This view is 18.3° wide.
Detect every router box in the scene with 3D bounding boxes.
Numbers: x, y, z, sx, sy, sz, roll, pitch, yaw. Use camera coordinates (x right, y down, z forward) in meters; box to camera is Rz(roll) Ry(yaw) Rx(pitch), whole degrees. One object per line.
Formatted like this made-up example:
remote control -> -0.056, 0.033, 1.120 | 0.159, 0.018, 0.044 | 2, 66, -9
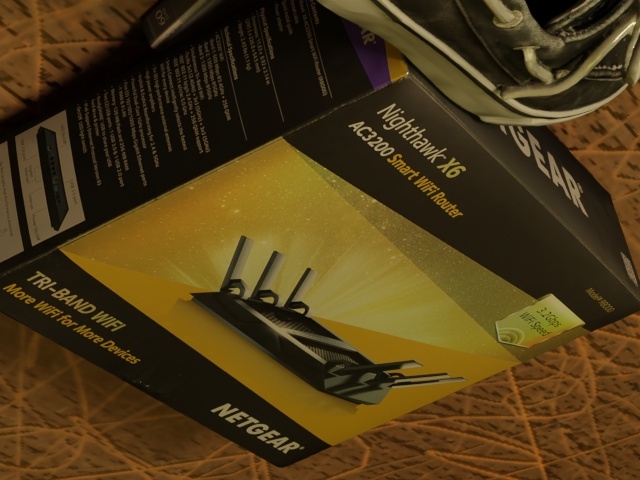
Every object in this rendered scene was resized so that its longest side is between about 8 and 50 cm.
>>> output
router box -> 0.000, 0.000, 1.030 | 0.243, 0.081, 0.309 | -26, 148, 19

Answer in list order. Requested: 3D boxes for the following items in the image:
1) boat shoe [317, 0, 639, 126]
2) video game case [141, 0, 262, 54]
boat shoe -> 0.098, -0.117, 0.842 | 0.105, 0.113, 0.306 | 6, 170, 30
video game case -> 0.074, -0.149, 0.958 | 0.274, 0.026, 0.196 | -39, 142, 23
